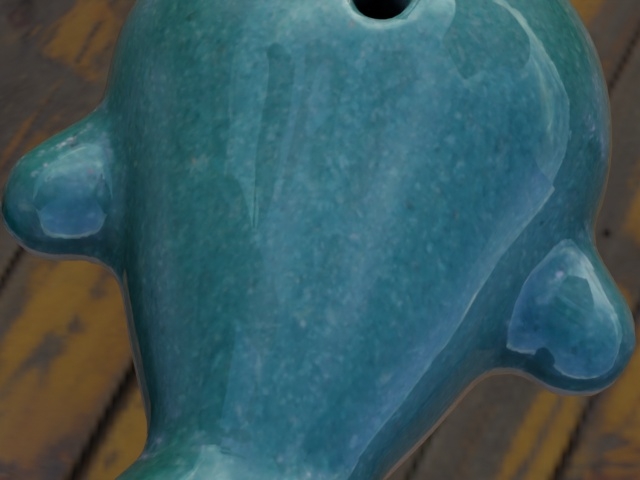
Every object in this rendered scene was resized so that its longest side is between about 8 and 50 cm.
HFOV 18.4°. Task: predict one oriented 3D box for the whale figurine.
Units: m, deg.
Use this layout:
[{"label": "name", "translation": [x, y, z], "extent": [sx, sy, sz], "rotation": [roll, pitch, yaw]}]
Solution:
[{"label": "whale figurine", "translation": [0.000, 0.000, 0.635], "extent": [0.216, 0.141, 0.272], "rotation": [16, 58, 3]}]
